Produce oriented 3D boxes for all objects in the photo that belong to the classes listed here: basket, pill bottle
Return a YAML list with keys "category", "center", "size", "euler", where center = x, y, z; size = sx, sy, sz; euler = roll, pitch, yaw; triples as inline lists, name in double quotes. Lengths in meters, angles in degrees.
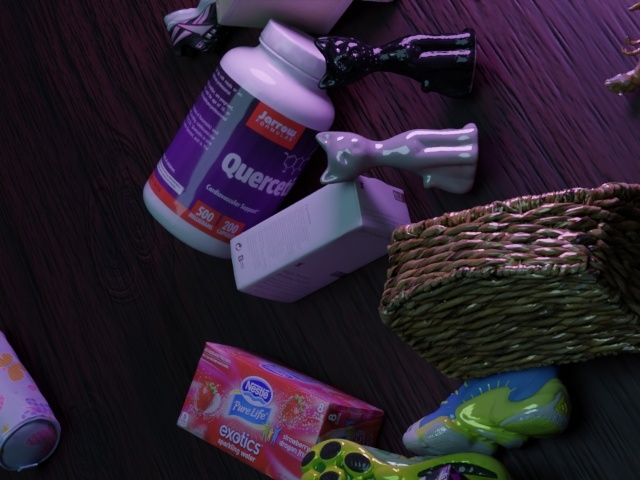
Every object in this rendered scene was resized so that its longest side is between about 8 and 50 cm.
- category: "basket"
  center: [0.228, 0.006, 1.718]
  size: [0.299, 0.213, 0.223]
  euler: [-13, 49, 39]
- category: "pill bottle"
  center: [-0.102, -0.145, 2.108]
  size: [0.181, 0.181, 0.323]
  euler: [46, 110, 39]

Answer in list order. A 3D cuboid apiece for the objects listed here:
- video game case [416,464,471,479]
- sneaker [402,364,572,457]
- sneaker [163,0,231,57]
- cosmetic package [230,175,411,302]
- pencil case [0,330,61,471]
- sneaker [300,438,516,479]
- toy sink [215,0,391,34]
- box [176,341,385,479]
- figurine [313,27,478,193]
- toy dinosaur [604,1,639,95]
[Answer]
- category: "video game case"
  center: [0.155, 0.364, 1.712]
  size: [0.210, 0.232, 0.042]
  euler: [-35, 27, 40]
- category: "sneaker"
  center: [0.207, 0.196, 1.829]
  size: [0.240, 0.091, 0.126]
  euler: [-18, 49, 38]
- category: "sneaker"
  center: [-0.165, -0.329, 2.300]
  size: [0.178, 0.072, 0.077]
  euler: [-15, 81, 47]
- category: "cosmetic package"
  center: [0.000, 0.000, 2.027]
  size: [0.231, 0.117, 0.085]
  euler: [-28, 63, 35]
- category: "pencil case"
  center: [-0.527, 0.252, 2.428]
  size: [0.273, 0.113, 0.124]
  euler: [45, 119, 39]
- category: "sneaker"
  center: [0.105, 0.306, 1.801]
  size: [0.295, 0.123, 0.109]
  euler: [1, 72, 32]
- category: "toy sink"
  center: [-0.026, -0.389, 2.121]
  size: [0.131, 0.234, 0.153]
  euler: [135, 132, -61]
- category: "box"
  center: [-0.056, 0.240, 2.008]
  size: [0.257, 0.122, 0.128]
  euler: [22, 93, 43]
- category: "figurine"
  center: [0.096, -0.168, 1.931]
  size: [0.209, 0.092, 0.215]
  euler: [0, 76, 0]
- category: "toy dinosaur"
  center: [0.427, -0.244, 1.763]
  size: [0.211, 0.064, 0.112]
  euler: [-29, 85, 39]
